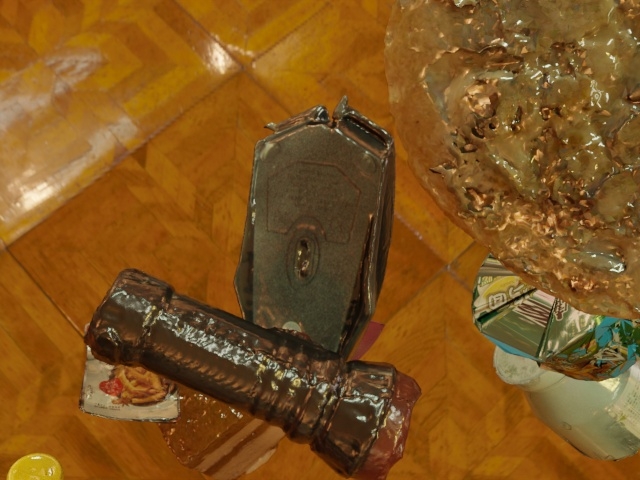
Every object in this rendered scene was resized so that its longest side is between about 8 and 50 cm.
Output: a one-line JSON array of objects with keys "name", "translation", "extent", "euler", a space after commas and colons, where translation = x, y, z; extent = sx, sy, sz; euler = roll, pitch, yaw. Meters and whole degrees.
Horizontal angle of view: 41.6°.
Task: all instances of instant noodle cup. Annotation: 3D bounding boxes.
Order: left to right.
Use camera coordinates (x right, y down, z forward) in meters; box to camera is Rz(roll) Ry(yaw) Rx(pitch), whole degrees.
[{"name": "instant noodle cup", "translation": [0.360, 0.090, 1.209], "extent": [0.240, 0.178, 0.240], "euler": [-27, 46, 31]}]

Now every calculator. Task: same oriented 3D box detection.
[{"name": "calculator", "translation": [0.025, 0.203, 1.454], "extent": [0.190, 0.127, 0.034], "euler": [-45, 64, 13]}]

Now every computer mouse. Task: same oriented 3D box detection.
[{"name": "computer mouse", "translation": [0.003, 0.000, 0.679], "extent": [0.126, 0.071, 0.231], "euler": [8, 95, 29]}]

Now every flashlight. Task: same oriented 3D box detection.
[{"name": "flashlight", "translation": [-0.047, 0.089, 0.595], "extent": [0.232, 0.093, 0.093], "euler": [26, 70, -1]}]

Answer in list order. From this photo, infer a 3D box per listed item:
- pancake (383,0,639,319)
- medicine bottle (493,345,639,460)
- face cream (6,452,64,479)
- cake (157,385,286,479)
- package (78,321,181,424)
[{"name": "pancake", "translation": [0.159, -0.097, 0.443], "extent": [0.283, 0.049, 0.282], "euler": [5, 102, 24]}, {"name": "medicine bottle", "translation": [0.514, 0.273, 1.695], "extent": [0.290, 0.245, 0.245], "euler": [36, 68, -24]}, {"name": "face cream", "translation": [-0.419, 0.431, 1.264], "extent": [0.078, 0.273, 0.078], "euler": [7, 39, -5]}, {"name": "cake", "translation": [-0.199, 0.363, 1.739], "extent": [0.196, 0.293, 0.198], "euler": [-41, 58, -3]}, {"name": "package", "translation": [-0.309, 0.208, 1.366], "extent": [0.154, 0.030, 0.239], "euler": [7, 26, -17]}]
